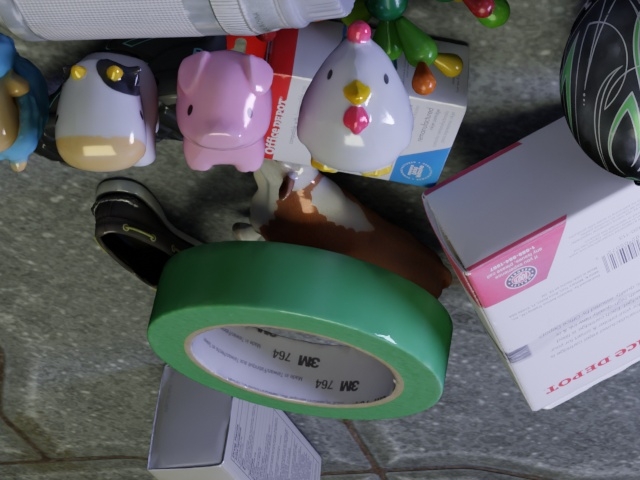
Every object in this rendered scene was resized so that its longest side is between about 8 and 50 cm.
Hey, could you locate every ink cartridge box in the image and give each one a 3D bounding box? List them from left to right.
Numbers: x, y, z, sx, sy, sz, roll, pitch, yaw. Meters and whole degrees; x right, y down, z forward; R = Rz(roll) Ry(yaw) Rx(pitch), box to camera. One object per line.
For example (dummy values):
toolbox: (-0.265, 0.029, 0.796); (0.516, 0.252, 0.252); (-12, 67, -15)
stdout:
ink cartridge box: (0.011, -0.133, 1.357); (0.231, 0.078, 0.134); (9, 147, -4)
ink cartridge box: (0.246, 0.023, 1.456); (0.207, 0.117, 0.283); (-29, 140, 2)

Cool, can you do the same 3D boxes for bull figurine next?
bull figurine: (0.000, 0.000, 1.544); (0.188, 0.101, 0.310); (-20, 137, 40)

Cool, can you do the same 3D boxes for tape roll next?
tape roll: (-0.022, 0.103, 1.560); (0.321, 0.077, 0.321); (9, 156, 4)

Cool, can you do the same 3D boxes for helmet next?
helmet: (0.282, -0.138, 1.246); (0.169, 0.169, 0.161); (0, 163, 8)

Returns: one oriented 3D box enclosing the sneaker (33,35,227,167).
sneaker: (-0.182, -0.136, 1.369); (0.267, 0.106, 0.101); (-10, 151, 37)

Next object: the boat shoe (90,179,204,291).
boat shoe: (-0.181, 0.021, 1.629); (0.081, 0.068, 0.228); (-13, 142, 27)

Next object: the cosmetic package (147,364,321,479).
cosmetic package: (-0.108, 0.301, 1.962); (0.113, 0.160, 0.309); (-8, 143, 21)

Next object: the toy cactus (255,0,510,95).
toy cactus: (0.049, -0.216, 1.221); (0.219, 0.112, 0.180); (10, 138, 10)

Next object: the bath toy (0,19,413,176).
bath toy: (-0.096, -0.115, 1.174); (0.348, 0.151, 0.129); (0, 126, -3)

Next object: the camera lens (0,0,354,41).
camera lens: (-0.118, -0.257, 1.060); (0.274, 0.219, 0.219); (0, 146, 9)
